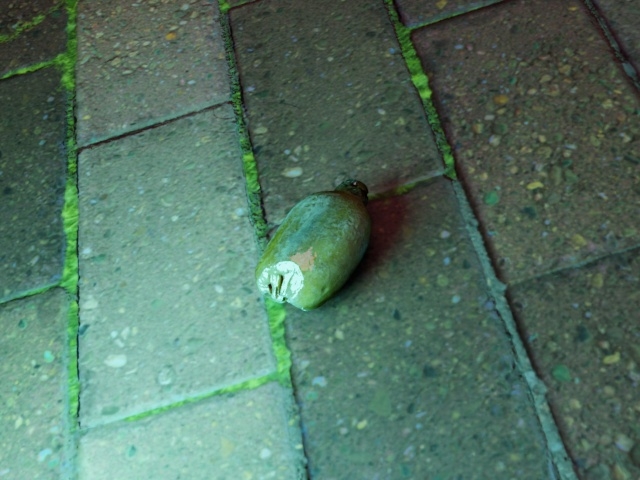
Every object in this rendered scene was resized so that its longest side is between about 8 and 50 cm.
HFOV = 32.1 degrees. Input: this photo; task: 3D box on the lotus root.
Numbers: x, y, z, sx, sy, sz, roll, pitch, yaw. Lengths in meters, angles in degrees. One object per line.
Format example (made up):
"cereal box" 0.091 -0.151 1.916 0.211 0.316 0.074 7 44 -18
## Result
"lotus root" 0.000 0.000 1.285 0.113 0.088 0.192 10 52 36
